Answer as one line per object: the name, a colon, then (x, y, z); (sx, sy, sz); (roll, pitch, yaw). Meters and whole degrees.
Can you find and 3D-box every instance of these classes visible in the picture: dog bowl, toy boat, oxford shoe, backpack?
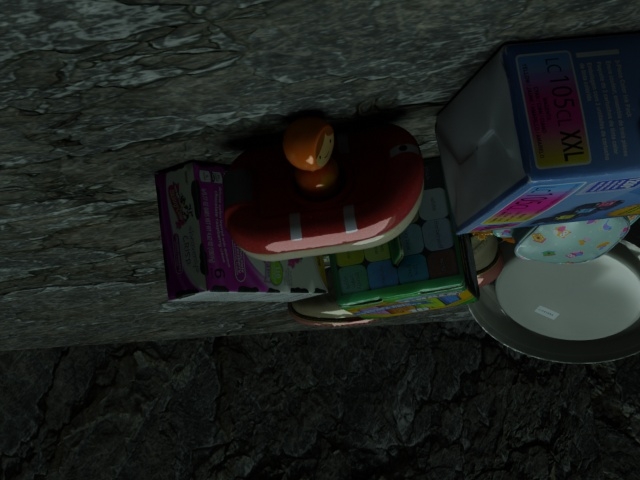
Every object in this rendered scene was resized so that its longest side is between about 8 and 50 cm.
dog bowl: (0.418, 0.062, 2.219); (0.348, 0.102, 0.349); (9, 140, 8)
toy boat: (-0.002, -0.077, 1.474); (0.231, 0.151, 0.151); (-9, 142, 4)
oxford shoe: (0.107, 0.032, 2.075); (0.348, 0.123, 0.130); (-19, 137, 0)
backpack: (0.326, -0.055, 1.707); (0.188, 0.144, 0.166); (0, 148, -27)

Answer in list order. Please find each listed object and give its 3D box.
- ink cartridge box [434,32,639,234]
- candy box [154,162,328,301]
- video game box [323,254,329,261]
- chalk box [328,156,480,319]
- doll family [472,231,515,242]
ink cartridge box: (0.352, -0.118, 1.423); (0.395, 0.151, 0.270); (-8, 171, -12)
candy box: (-0.094, -0.006, 1.664); (0.071, 0.159, 0.233); (-14, 170, 36)
video game box: (0.000, 0.000, 2.131); (0.187, 0.048, 0.205); (-7, 171, 1)
chalk box: (0.105, -0.001, 1.816); (0.179, 0.180, 0.289); (-10, 169, 11)
doll family: (0.298, -0.044, 1.891); (0.163, 0.118, 0.263); (-16, 166, 27)
